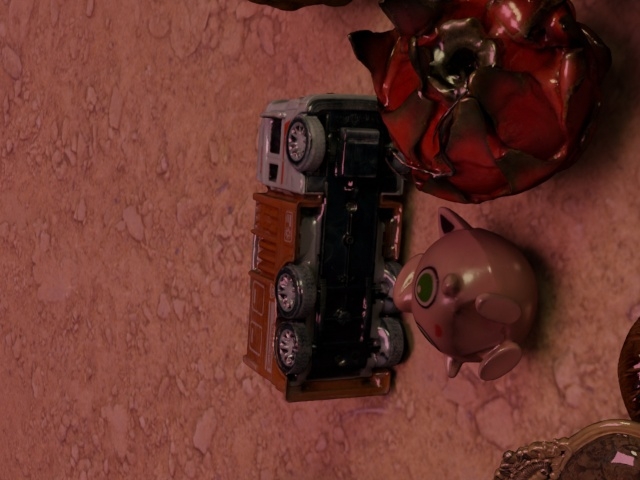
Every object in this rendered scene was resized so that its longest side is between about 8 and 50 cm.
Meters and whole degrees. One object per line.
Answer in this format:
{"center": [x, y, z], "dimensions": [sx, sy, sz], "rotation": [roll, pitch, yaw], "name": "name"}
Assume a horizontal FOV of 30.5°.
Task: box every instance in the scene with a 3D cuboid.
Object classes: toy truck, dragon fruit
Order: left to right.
{"center": [0.000, 0.000, 1.210], "dimensions": [0.162, 0.136, 0.305], "rotation": [17, 106, 59], "name": "toy truck"}
{"center": [0.134, -0.127, 0.960], "dimensions": [0.192, 0.274, 0.193], "rotation": [-4, 94, 23], "name": "dragon fruit"}

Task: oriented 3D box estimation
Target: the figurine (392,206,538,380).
{"center": [0.133, 0.050, 1.052], "dimensions": [0.125, 0.125, 0.138], "rotation": [-68, 31, 25], "name": "figurine"}

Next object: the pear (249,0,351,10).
{"center": [-0.029, -0.333, 1.188], "dimensions": [0.188, 0.228, 0.211], "rotation": [-14, 103, 15], "name": "pear"}

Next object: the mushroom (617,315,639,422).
{"center": [0.281, 0.104, 0.884], "dimensions": [0.085, 0.109, 0.126], "rotation": [-34, 80, 40], "name": "mushroom"}

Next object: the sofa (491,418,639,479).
{"center": [0.199, 0.272, 0.849], "dimensions": [0.258, 0.182, 0.200], "rotation": [-50, 16, 45], "name": "sofa"}
